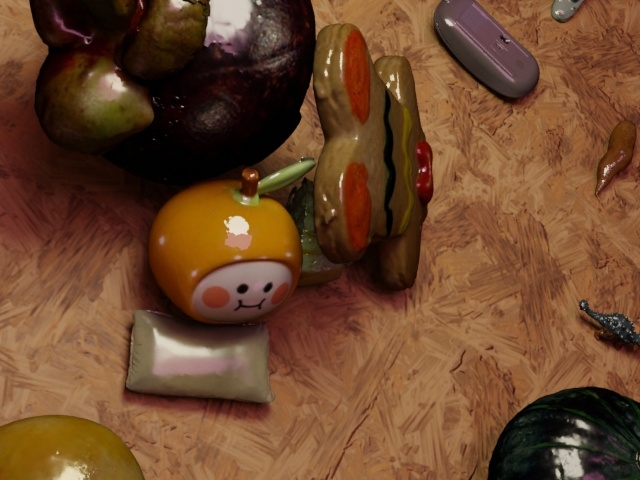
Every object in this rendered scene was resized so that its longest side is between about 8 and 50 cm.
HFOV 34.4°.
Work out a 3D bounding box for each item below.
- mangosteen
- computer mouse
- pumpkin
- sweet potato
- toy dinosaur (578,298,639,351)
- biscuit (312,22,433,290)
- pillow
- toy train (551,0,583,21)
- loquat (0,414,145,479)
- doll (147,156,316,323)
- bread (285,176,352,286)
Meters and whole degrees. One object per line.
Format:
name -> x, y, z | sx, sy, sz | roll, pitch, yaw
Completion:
mangosteen -> -0.189, -0.252, 1.381 | 0.381, 0.381, 0.421 | 42, 16, -2
computer mouse -> 0.301, -0.353, 1.884 | 0.232, 0.057, 0.120 | 42, 55, -5
pumpkin -> 0.397, 0.352, 1.471 | 0.315, 0.238, 0.315 | 13, 56, -20
sweet potato -> 0.545, -0.151, 1.909 | 0.056, 0.056, 0.195 | 36, 61, -6
toy dinosaur -> 0.492, 0.145, 1.730 | 0.154, 0.055, 0.049 | 31, 60, -12
biscuit -> 0.089, -0.127, 1.492 | 0.394, 0.076, 0.368 | 26, 62, -66
pillow -> -0.159, 0.159, 1.405 | 0.208, 0.053, 0.119 | 7, 61, -19
toy train -> 0.528, -0.520, 2.082 | 0.052, 0.051, 0.234 | 38, 55, 0
loquat -> -0.305, 0.311, 1.165 | 0.244, 0.244, 0.243 | 11, 61, -21
doll -> -0.120, -0.013, 1.396 | 0.214, 0.236, 0.213 | 17, 29, -10
bread -> 0.002, -0.005, 1.536 | 0.110, 0.103, 0.156 | 11, 68, -15
